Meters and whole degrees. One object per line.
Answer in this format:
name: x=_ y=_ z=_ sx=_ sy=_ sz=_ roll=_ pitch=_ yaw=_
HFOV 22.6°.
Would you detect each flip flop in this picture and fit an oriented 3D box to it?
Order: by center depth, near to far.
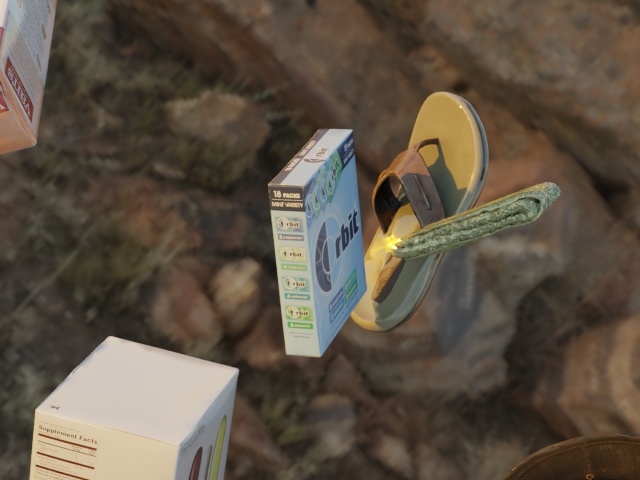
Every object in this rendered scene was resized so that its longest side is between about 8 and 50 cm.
flip flop: x=0.095 y=-0.035 z=1.751 sx=0.112 sy=0.277 sz=0.080 roll=23 pitch=-3 yaw=44

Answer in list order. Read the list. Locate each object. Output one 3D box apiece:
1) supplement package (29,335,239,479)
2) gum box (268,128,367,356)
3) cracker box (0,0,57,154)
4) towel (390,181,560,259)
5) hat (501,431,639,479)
supplement package: x=-0.188 y=0.236 z=1.606 sx=0.149 sy=0.203 sz=0.194 roll=13 pitch=22 yaw=11
gum box: x=0.000 y=0.000 z=1.617 sx=0.157 sy=0.041 sz=0.184 roll=-51 pitch=139 yaw=-59
cracker box: x=-0.254 y=-0.131 z=1.024 sx=0.232 sy=0.155 sz=0.067 roll=-96 pitch=169 yaw=-50
towel: x=0.141 y=-0.015 z=1.442 sx=0.027 sy=0.148 sz=0.110 roll=68 pitch=20 yaw=-2
hat: x=0.374 y=0.366 z=2.073 sx=0.331 sy=0.331 sz=0.134 roll=43 pitch=23 yaw=-4
